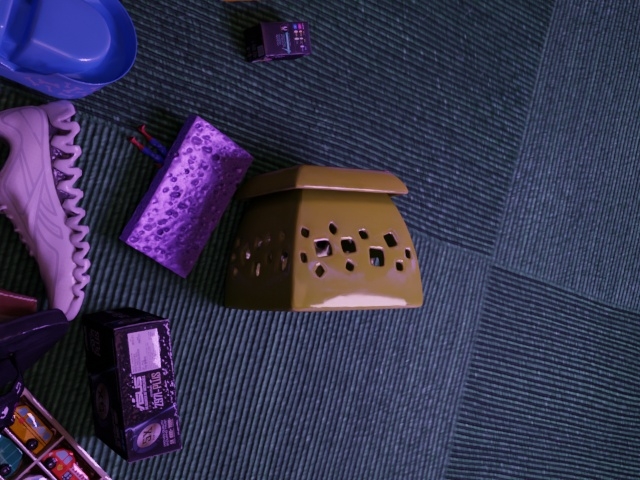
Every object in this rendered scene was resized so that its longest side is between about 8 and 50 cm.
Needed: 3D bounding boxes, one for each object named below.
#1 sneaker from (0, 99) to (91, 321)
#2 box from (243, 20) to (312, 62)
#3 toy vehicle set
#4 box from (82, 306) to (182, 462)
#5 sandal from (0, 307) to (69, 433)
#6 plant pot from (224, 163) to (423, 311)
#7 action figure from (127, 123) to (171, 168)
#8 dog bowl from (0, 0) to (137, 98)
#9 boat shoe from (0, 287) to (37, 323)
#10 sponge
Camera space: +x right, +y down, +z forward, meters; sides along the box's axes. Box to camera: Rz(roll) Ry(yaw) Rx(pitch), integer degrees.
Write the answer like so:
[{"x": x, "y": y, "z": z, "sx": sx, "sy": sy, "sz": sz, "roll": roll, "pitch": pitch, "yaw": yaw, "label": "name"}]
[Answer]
[{"x": -0.367, "y": -0.036, "z": 1.114, "sx": 0.118, "sy": 0.110, "sz": 0.292, "roll": -6, "pitch": 87, "yaw": -23, "label": "sneaker"}, {"x": -0.065, "y": -0.304, "z": 1.299, "sx": 0.083, "sy": 0.062, "sz": 0.052, "roll": -11, "pitch": 97, "yaw": -31, "label": "box"}, {"x": -0.385, "y": 0.346, "z": 1.153, "sx": 0.166, "sy": 0.035, "sz": 0.266, "roll": -44, "pitch": 113, "yaw": -22, "label": "toy vehicle set"}, {"x": -0.259, "y": 0.190, "z": 1.157, "sx": 0.078, "sy": 0.147, "sz": 0.180, "roll": -8, "pitch": 98, "yaw": -31, "label": "box"}, {"x": -0.484, "y": 0.237, "z": 1.010, "sx": 0.446, "sy": 0.167, "sz": 0.107, "roll": -34, "pitch": 79, "yaw": -17, "label": "sandal"}, {"x": 0.000, "y": 0.000, "z": 1.266, "sx": 0.228, "sy": 0.227, "sz": 0.207, "roll": 2, "pitch": 86, "yaw": -31, "label": "plant pot"}, {"x": -0.225, "y": -0.118, "z": 1.233, "sx": 0.115, "sy": 0.030, "sz": 0.038, "roll": 43, "pitch": 68, "yaw": -28, "label": "action figure"}, {"x": -0.384, "y": -0.282, "z": 1.073, "sx": 0.297, "sy": 0.074, "sz": 0.165, "roll": 21, "pitch": 57, "yaw": -31, "label": "dog bowl"}, {"x": -0.502, "y": 0.037, "z": 1.020, "sx": 0.324, "sy": 0.123, "sz": 0.119, "roll": 17, "pitch": 73, "yaw": -33, "label": "boat shoe"}, {"x": -0.192, "y": -0.063, "z": 1.231, "sx": 0.117, "sy": 0.031, "sz": 0.210, "roll": 35, "pitch": 81, "yaw": -39, "label": "sponge"}]
